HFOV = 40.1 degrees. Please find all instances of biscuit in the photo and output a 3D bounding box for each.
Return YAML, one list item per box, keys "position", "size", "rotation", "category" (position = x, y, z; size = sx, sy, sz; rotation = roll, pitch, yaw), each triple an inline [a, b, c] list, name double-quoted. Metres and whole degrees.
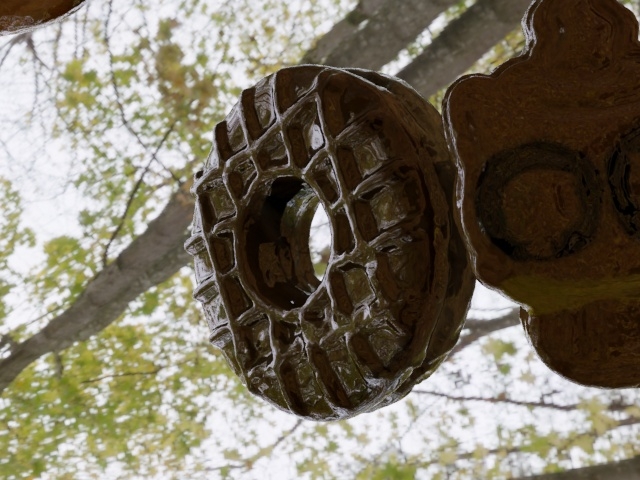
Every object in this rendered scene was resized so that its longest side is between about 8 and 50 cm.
- position: [0.194, -0.042, 0.595]
  size: [0.041, 0.208, 0.290]
  rotation: [-25, -75, -87]
  category: "biscuit"
- position: [0.000, 0.000, 0.802]
  size: [0.103, 0.332, 0.332]
  rotation: [0, -106, -45]
  category: "biscuit"

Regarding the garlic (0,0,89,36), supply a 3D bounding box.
- position: [-0.204, -0.252, 0.621]
  size: [0.128, 0.206, 0.115]
  rotation: [-4, -136, -37]
  category: "garlic"
